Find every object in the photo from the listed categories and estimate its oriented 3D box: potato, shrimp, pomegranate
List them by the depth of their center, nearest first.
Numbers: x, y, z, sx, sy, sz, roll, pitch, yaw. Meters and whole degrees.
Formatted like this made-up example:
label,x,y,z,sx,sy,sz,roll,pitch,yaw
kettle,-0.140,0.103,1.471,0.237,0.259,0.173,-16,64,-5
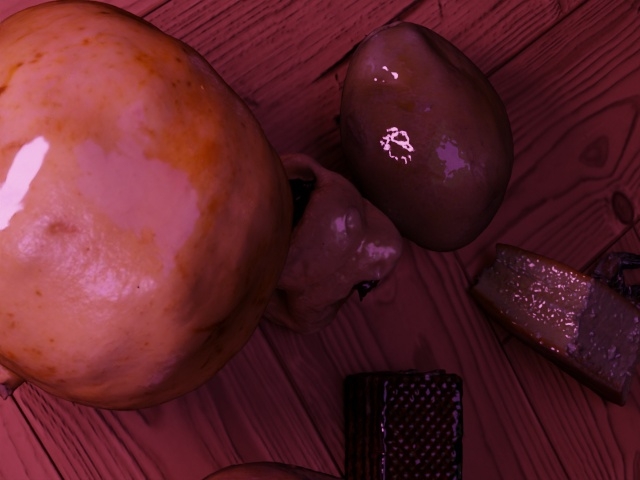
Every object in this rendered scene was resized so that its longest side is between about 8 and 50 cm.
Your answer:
label,x,y,z,sx,sy,sz,roll,pitch,yaw
pomegranate,-0.190,-0.024,1.287,0.333,0.332,0.332,3,85,-36
potato,0.102,-0.104,1.608,0.235,0.160,0.178,68,15,5
shrimp,0.365,0.054,1.861,0.161,0.034,0.091,-8,92,-35

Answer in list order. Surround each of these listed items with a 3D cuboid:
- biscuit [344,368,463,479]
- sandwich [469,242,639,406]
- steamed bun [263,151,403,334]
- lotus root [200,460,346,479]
label,x,y,z,sx,sy,sz,roll,pitch,yaw
biscuit,0.080,0.252,1.614,0.106,0.070,0.252,5,84,-35
sandwich,0.280,0.096,1.752,0.258,0.096,0.094,32,80,-30
steamed bun,0.000,0.000,1.520,0.172,0.155,0.141,44,64,-25
lotus root,-0.061,0.325,1.411,0.192,0.272,0.272,17,76,-24
